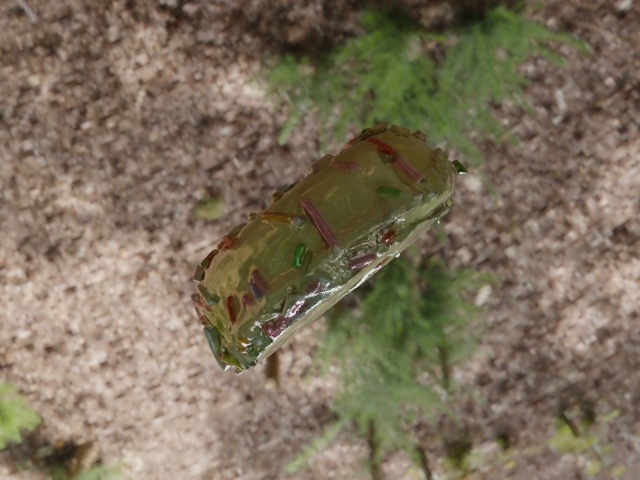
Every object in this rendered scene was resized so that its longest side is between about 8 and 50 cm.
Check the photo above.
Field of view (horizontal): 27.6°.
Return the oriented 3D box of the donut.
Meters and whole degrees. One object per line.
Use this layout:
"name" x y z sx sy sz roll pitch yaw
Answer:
"donut" 0.000 0.000 0.719 0.174 0.068 0.174 -38 175 -4
